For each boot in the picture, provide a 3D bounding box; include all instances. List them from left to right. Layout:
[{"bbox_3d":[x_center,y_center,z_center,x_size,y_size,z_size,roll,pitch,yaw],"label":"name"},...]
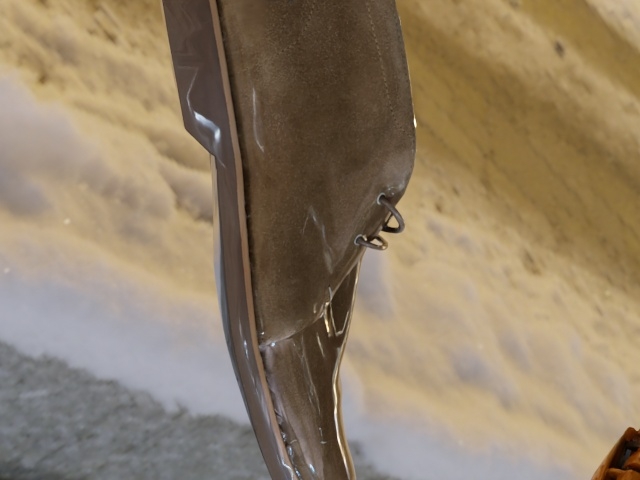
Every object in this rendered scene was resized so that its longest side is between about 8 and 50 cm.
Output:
[{"bbox_3d":[0.000,0.000,0.625,0.112,0.115,0.305,-127,-153,-73],"label":"boot"}]

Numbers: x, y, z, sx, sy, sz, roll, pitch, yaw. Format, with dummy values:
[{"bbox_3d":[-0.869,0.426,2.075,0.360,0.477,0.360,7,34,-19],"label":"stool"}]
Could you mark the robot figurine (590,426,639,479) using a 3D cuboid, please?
[{"bbox_3d":[0.210,0.202,0.737,0.085,0.211,0.291,47,61,-27],"label":"robot figurine"}]
